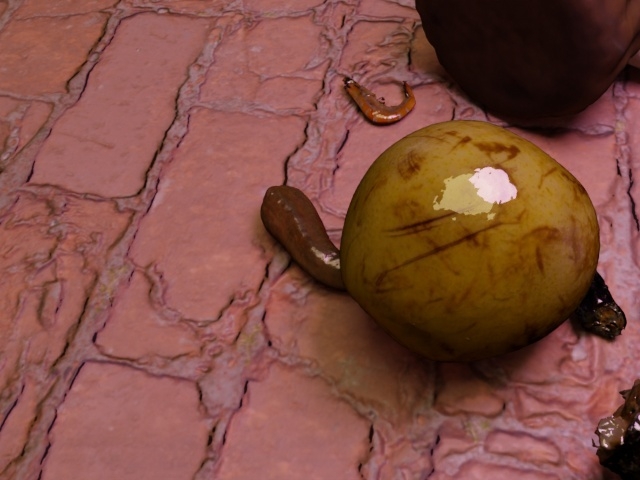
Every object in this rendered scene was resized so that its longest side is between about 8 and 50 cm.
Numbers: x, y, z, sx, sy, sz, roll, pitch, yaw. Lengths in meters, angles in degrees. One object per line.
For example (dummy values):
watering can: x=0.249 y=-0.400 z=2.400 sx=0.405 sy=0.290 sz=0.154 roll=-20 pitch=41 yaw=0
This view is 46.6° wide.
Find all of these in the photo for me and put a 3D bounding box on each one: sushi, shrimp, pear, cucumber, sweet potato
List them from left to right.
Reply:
sweet potato: x=-0.003 y=0.004 z=0.972 sx=0.081 sy=0.062 sz=0.233 roll=-37 pitch=60 yaw=-20
shrimp: x=0.088 y=-0.226 z=1.147 sx=0.091 sy=0.025 sz=0.127 roll=-39 pitch=62 yaw=-19
pear: x=0.158 y=0.006 z=0.827 sx=0.283 sy=0.283 sz=0.284 roll=-4 pitch=53 yaw=5
cucumber: x=0.313 y=0.038 z=0.908 sx=0.053 sy=0.053 sz=0.181 roll=-13 pitch=51 yaw=-2
sushi: x=0.366 y=0.158 z=0.734 sx=0.115 sy=0.147 sz=0.212 roll=39 pitch=90 yaw=26

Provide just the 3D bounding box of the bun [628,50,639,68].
bun: x=0.536 y=-0.358 z=1.096 sx=0.272 sy=0.168 sz=0.273 roll=-1 pitch=47 yaw=1

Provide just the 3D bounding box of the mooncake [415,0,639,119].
mooncake: x=0.295 y=-0.334 z=1.016 sx=0.187 sy=0.324 sz=0.324 roll=-41 pitch=59 yaw=-22
